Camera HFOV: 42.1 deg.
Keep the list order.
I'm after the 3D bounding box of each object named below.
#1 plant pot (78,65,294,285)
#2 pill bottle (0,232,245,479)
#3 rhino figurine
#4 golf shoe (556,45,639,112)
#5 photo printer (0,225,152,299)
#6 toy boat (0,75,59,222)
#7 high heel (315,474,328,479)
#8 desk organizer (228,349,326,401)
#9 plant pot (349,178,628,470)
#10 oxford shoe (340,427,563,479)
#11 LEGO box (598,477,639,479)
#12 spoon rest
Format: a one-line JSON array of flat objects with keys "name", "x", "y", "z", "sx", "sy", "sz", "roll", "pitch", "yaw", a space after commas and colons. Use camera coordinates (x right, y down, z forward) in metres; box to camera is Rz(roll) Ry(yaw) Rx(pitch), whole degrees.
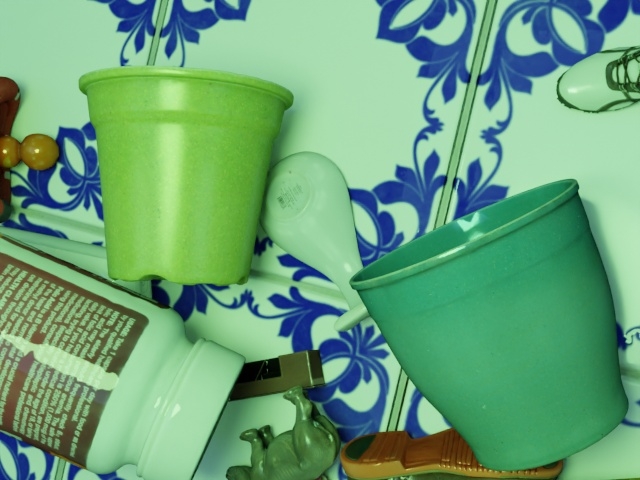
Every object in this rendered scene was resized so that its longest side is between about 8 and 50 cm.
[{"name": "plant pot", "x": -0.177, "y": -0.070, "z": 1.082, "sx": 0.276, "sy": 0.276, "sz": 0.253, "roll": 1, "pitch": 89, "yaw": 23}, {"name": "pill bottle", "x": -0.309, "y": 0.154, "z": 1.046, "sx": 0.392, "sy": 0.224, "sz": 0.224, "roll": 24, "pitch": 96, "yaw": 0}, {"name": "rhino figurine", "x": -0.061, "y": 0.295, "z": 1.105, "sx": 0.243, "sy": 0.073, "sz": 0.106, "roll": -48, "pitch": 65, "yaw": 33}, {"name": "golf shoe", "x": 0.369, "y": -0.198, "z": 0.961, "sx": 0.198, "sy": 0.094, "sz": 0.077, "roll": -8, "pitch": 85, "yaw": 23}, {"name": "photo printer", "x": -0.394, "y": 0.125, "z": 1.247, "sx": 0.308, "sy": 0.107, "sz": 0.256, "roll": 11, "pitch": 91, "yaw": 23}, {"name": "toy boat", "x": -0.488, "y": -0.141, "z": 1.305, "sx": 0.151, "sy": 0.151, "sz": 0.231, "roll": -1, "pitch": 86, "yaw": -8}, {"name": "high heel", "x": 0.056, "y": 0.413, "z": 1.064, "sx": 0.244, "sy": 0.082, "sz": 0.117, "roll": 33, "pitch": 97, "yaw": 29}, {"name": "desk organizer", "x": -0.063, "y": 0.185, "z": 1.140, "sx": 0.130, "sy": 0.047, "sz": 0.050, "roll": -13, "pitch": 79, "yaw": 21}, {"name": "plant pot", "x": 0.209, "y": 0.102, "z": 0.931, "sx": 0.272, "sy": 0.272, "sz": 0.255, "roll": -25, "pitch": 93, "yaw": 19}, {"name": "oxford shoe", "x": 0.163, "y": 0.292, "z": 1.029, "sx": 0.271, "sy": 0.097, "sz": 0.098, "roll": -5, "pitch": 108, "yaw": 23}, {"name": "LEGO box", "x": 0.285, "y": 0.444, "z": 0.822, "sx": 0.500, "sy": 0.193, "sz": 0.372, "roll": -11, "pitch": 83, "yaw": 20}, {"name": "spoon rest", "x": 0.000, "y": 0.000, "z": 1.119, "sx": 0.137, "sy": 0.084, "sz": 0.276, "roll": -35, "pitch": 61, "yaw": 16}]
